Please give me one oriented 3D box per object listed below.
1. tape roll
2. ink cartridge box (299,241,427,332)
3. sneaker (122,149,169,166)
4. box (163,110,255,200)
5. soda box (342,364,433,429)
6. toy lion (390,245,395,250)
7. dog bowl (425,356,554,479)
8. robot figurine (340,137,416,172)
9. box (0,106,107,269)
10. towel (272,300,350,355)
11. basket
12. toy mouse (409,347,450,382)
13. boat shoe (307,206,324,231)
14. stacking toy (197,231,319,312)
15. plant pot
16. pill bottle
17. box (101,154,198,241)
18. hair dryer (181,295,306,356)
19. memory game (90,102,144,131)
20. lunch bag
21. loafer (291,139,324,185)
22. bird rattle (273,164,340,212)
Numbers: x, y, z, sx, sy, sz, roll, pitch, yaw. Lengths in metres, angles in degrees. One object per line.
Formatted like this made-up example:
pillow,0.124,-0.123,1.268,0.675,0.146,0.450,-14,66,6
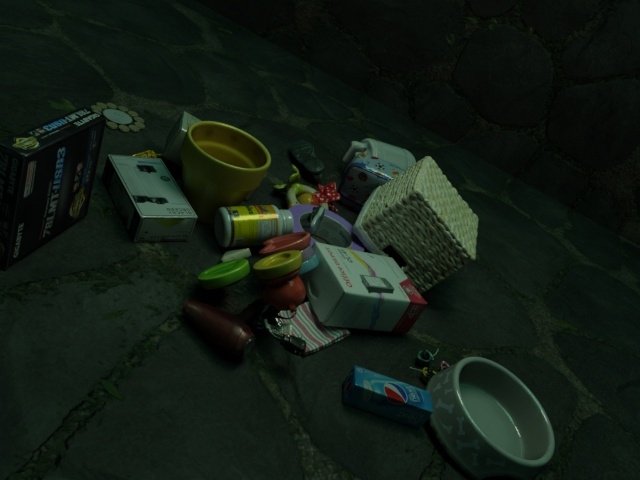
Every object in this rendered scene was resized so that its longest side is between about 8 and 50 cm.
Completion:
tape roll,0.000,0.000,1.781,0.275,0.090,0.274,21,30,-13
ink cartridge box,0.117,0.138,1.598,0.306,0.131,0.226,13,30,-35
sneaker,-0.551,-0.254,1.729,0.175,0.067,0.064,-12,50,-47
box,-0.342,-0.275,1.824,0.311,0.121,0.148,28,27,-25
soda box,0.161,0.379,1.344,0.210,0.071,0.067,22,30,-12
toy lion,0.282,0.006,2.073,0.100,0.034,0.096,12,26,-27
dog bowl,0.435,0.447,1.409,0.349,0.102,0.348,23,33,-17
robot figurine,0.266,-0.315,2.382,0.354,0.199,0.299,11,49,-28
box,-0.610,-0.124,1.246,0.073,0.295,0.293,26,29,-1
towel,-0.021,0.222,1.476,0.144,0.029,0.197,45,33,25
basket,0.331,-0.051,1.857,0.328,0.266,0.331,49,30,-11
toy mouse,0.317,0.354,1.556,0.161,0.031,0.143,27,30,-3
boat shoe,-0.020,-0.067,1.738,0.040,0.049,0.142,12,27,8
stacking toy,-0.145,0.095,1.438,0.280,0.130,0.309,-14,13,14
plant pot,-0.306,-0.187,1.655,0.254,0.239,0.254,21,31,-13
pill bottle,-0.191,-0.044,1.621,0.215,0.117,0.117,-5,42,-28
box,-0.481,-0.120,1.559,0.169,0.087,0.290,0,41,-40
hair dryer,-0.186,0.197,1.337,0.294,0.080,0.223,14,22,-20
memory game,-0.699,-0.424,1.923,0.186,0.012,0.186,22,30,-13
lunch bag,0.223,-0.175,2.103,0.303,0.243,0.115,29,45,3
loafer,-0.055,-0.315,2.257,0.096,0.084,0.267,-16,40,-10
bird rattle,-0.044,-0.139,1.975,0.254,0.143,0.206,29,38,-26
